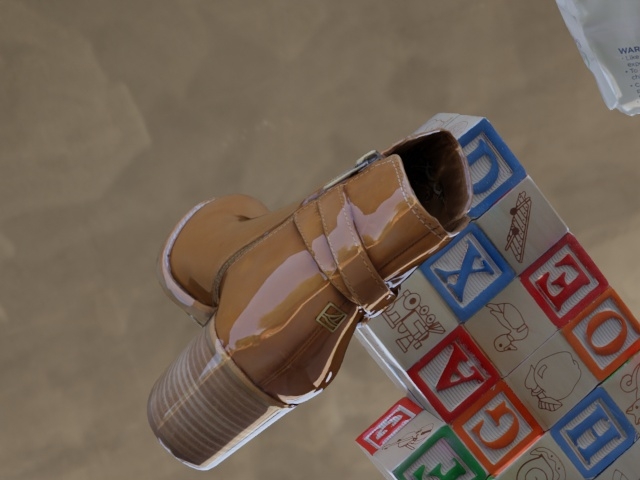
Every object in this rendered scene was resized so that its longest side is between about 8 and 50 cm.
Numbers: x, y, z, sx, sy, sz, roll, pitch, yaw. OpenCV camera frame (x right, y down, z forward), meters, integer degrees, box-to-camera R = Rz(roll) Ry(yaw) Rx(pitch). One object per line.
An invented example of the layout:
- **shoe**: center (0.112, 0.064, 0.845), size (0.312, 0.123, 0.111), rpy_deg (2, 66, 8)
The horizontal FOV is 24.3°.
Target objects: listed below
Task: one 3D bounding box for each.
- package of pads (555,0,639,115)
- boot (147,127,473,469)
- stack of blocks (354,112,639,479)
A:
- **package of pads**: center (0.212, -0.182, 0.599), size (0.229, 0.296, 0.101), rpy_deg (-12, -56, 23)
- **boot**: center (0.000, 0.000, 0.647), size (0.073, 0.197, 0.152), rpy_deg (38, -67, -21)
- **stack of blocks**: center (0.108, 0.090, 0.896), size (0.171, 0.087, 0.297), rpy_deg (-40, -76, -7)
